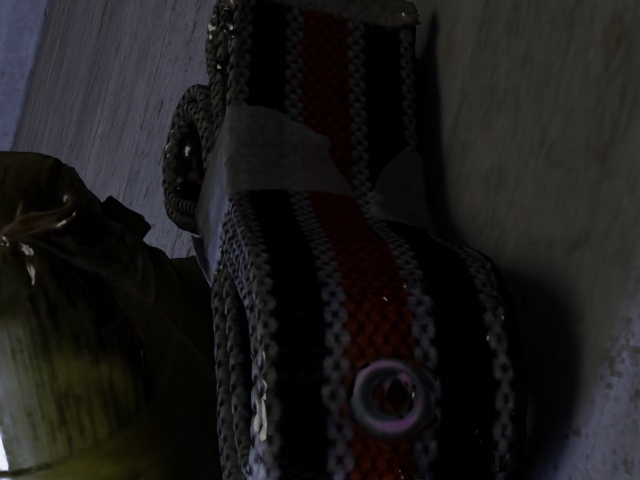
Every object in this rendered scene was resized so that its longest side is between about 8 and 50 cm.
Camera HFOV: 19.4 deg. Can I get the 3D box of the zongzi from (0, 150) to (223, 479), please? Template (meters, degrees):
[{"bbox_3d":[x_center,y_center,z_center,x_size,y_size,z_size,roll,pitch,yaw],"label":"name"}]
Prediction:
[{"bbox_3d":[-0.106,0.020,0.865,0.300,0.145,0.274,-79,-14,-47],"label":"zongzi"}]

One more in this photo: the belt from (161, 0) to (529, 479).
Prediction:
[{"bbox_3d":[0.000,0.000,0.702,0.359,0.094,0.126,-102,27,-63],"label":"belt"}]
